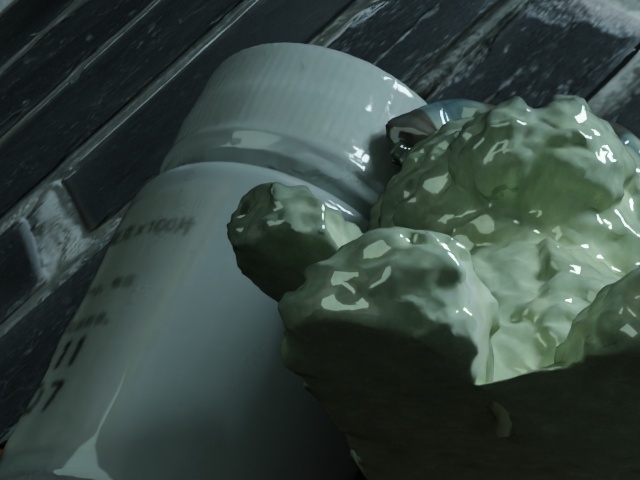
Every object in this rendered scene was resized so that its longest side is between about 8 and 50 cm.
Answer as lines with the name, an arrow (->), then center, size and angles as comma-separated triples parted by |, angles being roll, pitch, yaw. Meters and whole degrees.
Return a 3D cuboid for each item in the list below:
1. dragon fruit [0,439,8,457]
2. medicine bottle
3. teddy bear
dragon fruit -> -0.245, 0.202, 1.525 | 0.116, 0.081, 0.086 | -51, 11, 51
medicine bottle -> -0.054, 0.066, 1.274 | 0.211, 0.211, 0.371 | -17, 39, 44
teddy bear -> 0.117, -0.020, 1.076 | 0.327, 0.375, 0.362 | 5, 60, 8
